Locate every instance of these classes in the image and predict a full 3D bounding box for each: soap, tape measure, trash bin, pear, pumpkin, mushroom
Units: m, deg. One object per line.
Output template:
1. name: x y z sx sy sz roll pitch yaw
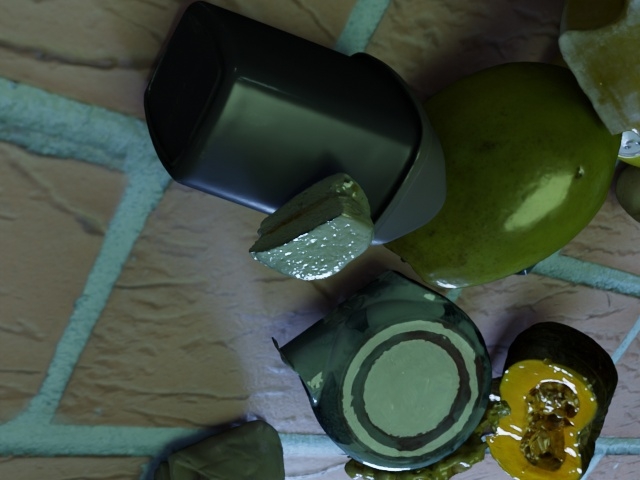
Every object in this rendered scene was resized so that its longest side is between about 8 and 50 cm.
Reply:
1. soap: 0.390 -0.240 0.923 0.143 0.281 0.259 -26 119 40
2. tape measure: 0.101 0.179 1.149 0.256 0.147 0.275 -36 108 -5
3. trash bin: -0.018 -0.114 0.843 0.291 0.209 0.182 16 120 -35
4. pear: 0.209 -0.076 0.992 0.307 0.253 0.253 -46 135 -1
5. pumpkin: 0.378 0.278 1.419 0.139 0.222 0.317 -44 144 -40
6. mushroom: 0.550 -0.086 1.310 0.148 0.112 0.147 -1 108 -2

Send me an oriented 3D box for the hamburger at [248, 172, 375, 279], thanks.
1. hamburger: 0.000 -0.002 0.778 0.121 0.054 0.084 -30 138 17

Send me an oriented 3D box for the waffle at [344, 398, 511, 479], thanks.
1. waffle: 0.172 0.313 1.277 0.291 0.291 0.051 -20 97 -21

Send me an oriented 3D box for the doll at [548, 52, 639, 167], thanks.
1. doll: 0.469 -0.174 1.162 0.363 0.145 0.199 31 136 -28

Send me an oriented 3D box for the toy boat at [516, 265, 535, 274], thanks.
1. toy boat: 0.328 -0.057 1.211 0.246 0.103 0.093 -49 122 -12

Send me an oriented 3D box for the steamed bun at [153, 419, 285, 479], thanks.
1. steamed bun: -0.138 0.386 1.175 0.218 0.144 0.211 -9 127 -28
